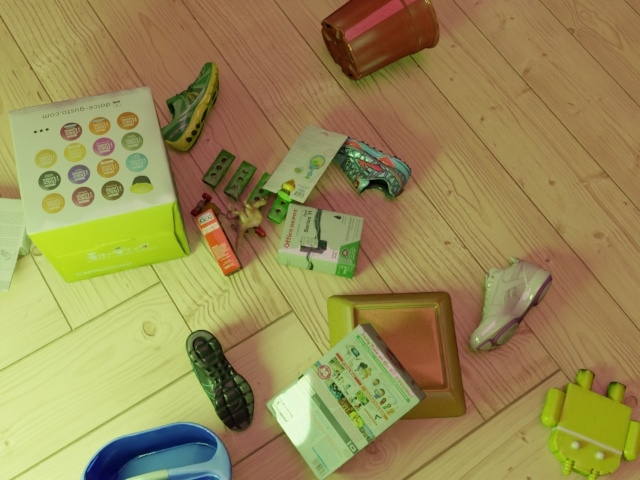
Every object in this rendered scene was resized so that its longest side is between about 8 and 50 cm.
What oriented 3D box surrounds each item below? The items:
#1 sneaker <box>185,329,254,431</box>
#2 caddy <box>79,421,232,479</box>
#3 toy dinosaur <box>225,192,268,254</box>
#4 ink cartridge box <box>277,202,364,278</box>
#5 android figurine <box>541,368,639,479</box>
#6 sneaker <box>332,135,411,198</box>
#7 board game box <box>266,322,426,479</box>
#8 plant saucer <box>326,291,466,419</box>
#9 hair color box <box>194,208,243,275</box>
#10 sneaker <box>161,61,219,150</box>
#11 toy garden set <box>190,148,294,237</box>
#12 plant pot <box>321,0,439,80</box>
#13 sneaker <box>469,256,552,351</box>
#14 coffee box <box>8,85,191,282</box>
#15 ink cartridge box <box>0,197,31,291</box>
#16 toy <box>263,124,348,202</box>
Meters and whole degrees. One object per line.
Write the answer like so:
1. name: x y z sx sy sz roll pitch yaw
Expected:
1. sneaker: -0.243 0.336 1.787 0.101 0.106 0.267 -26 91 -20
2. caddy: -0.354 0.538 1.609 0.341 0.179 0.241 -15 58 -1
3. toy dinosaur: -0.203 -0.060 1.937 0.092 0.053 0.183 28 71 2
4. ink cartridge box: 0.000 0.000 1.952 0.208 0.087 0.153 11 65 1
5. android figurine: 0.667 0.462 1.816 0.248 0.056 0.273 24 65 6
6. sneaker: 0.115 -0.199 2.040 0.262 0.104 0.125 22 70 7
7. board game box: 0.059 0.374 1.719 0.303 0.097 0.224 -41 74 11
8. plant saucer: 0.193 0.277 1.849 0.332 0.081 0.333 -2 66 -5
9. hair color box: -0.261 0.008 1.902 0.053 0.093 0.167 -28 86 -3
10. sneaker: -0.371 -0.397 2.087 0.123 0.109 0.295 20 67 1
11. toy garden set: -0.214 -0.105 2.005 0.244 0.049 0.204 29 72 3
12. plant pot: 0.162 -0.621 2.156 0.265 0.272 0.272 -33 72 -9
13. sneaker: 0.466 0.165 1.917 0.152 0.114 0.305 35 64 26
14. coffee box: -0.533 -0.128 1.832 0.337 0.338 0.334 -13 69 -9
15. ink cartridge box: -0.908 0.010 1.893 0.296 0.066 0.261 5 66 -2
16. toy: -0.035 -0.201 2.007 0.137 0.056 0.237 22 63 28
